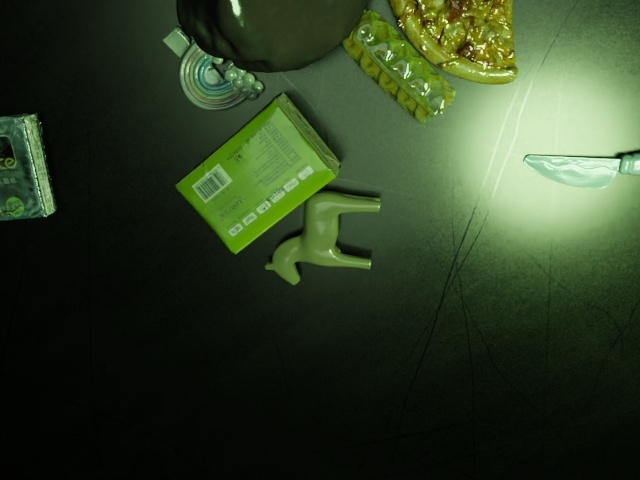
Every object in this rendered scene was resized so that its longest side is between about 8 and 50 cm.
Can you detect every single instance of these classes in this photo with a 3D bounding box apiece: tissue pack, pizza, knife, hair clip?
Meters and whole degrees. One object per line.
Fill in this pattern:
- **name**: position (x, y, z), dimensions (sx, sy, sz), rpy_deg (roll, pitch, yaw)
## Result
- **tissue pack**: position (-0.712, -0.164, 1.355), dimensions (0.173, 0.073, 0.235), rpy_deg (-2, 108, 5)
- **tissue pack**: position (-0.126, -0.142, 1.251), dimensions (0.275, 0.167, 0.200), rpy_deg (-37, 102, 14)
- **pizza**: position (0.277, -0.448, 1.154), dimensions (0.335, 0.086, 0.226), rpy_deg (40, 109, -6)
- **knife**: position (0.597, -0.147, 1.243), dimensions (0.331, 0.044, 0.080), rpy_deg (-1, 115, 13)
- **hair clip**: position (-0.240, -0.359, 1.260), dimensions (0.140, 0.054, 0.220), rpy_deg (-40, 103, 9)

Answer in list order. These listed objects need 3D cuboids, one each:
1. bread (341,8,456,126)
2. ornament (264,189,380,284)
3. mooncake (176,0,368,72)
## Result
- **bread**: position (0.151, -0.351, 1.196), dimensions (0.269, 0.098, 0.087), rpy_deg (42, 65, -8)
- **ornament**: position (0.000, 0.000, 1.338), dimensions (0.245, 0.061, 0.230), rpy_deg (7, 110, 3)
- **mooncake**: position (-0.091, -0.479, 1.042), dimensions (0.212, 0.381, 0.350), rpy_deg (20, 98, 43)
